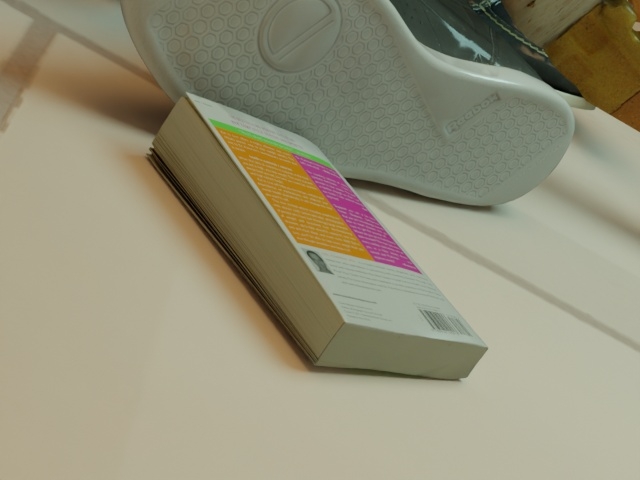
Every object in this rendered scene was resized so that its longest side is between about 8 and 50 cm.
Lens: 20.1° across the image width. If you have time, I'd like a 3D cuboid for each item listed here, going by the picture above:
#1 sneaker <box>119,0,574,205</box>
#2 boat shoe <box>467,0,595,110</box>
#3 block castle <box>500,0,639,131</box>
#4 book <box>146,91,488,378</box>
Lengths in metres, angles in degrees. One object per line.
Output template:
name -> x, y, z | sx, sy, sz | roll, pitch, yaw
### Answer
sneaker -> -0.008, -0.109, 0.906 | 0.295, 0.104, 0.147 | 17, 25, -45
boat shoe -> 0.099, -0.171, 1.188 | 0.233, 0.079, 0.084 | 42, 23, 17
block castle -> 0.266, -0.194, 1.169 | 0.303, 0.213, 0.453 | 46, 20, -17
book -> 0.000, 0.000, 0.780 | 0.096, 0.035, 0.144 | 12, 31, -46
